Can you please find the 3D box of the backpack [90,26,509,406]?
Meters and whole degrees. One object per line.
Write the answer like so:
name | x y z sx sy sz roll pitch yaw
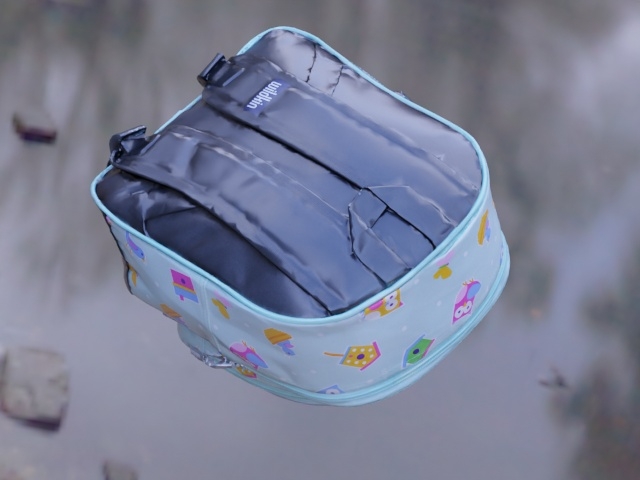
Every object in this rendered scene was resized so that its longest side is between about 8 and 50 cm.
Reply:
backpack | 0.000 0.000 0.871 0.166 0.144 0.188 -41 44 -25
